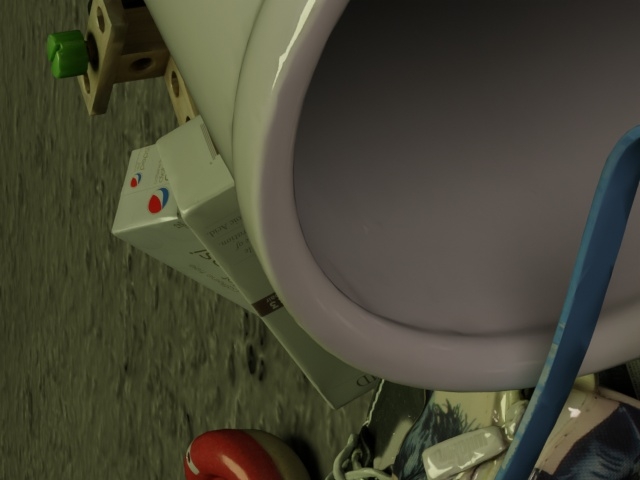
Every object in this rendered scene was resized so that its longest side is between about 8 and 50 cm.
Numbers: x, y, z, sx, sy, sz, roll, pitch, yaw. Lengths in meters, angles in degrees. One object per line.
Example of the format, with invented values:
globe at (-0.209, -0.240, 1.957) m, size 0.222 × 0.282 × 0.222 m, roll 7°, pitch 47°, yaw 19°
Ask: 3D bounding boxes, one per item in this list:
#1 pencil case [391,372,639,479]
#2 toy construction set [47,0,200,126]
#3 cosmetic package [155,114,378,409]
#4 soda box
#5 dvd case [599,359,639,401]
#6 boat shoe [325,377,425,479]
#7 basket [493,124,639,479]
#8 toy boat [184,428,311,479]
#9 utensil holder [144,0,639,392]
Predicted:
pencil case at (0.047, 0.246, 0.913) m, size 0.160 × 0.183 × 0.410 m, roll 16°, pitch 70°, yaw 34°
toy construction set at (-0.067, -0.109, 1.339) m, size 0.309 × 0.237 × 0.258 m, roll 174°, pitch 94°, yaw -68°
cosmetic package at (0.000, 0.000, 1.186) m, size 0.231 × 0.117 × 0.085 m, roll 53°, pitch -170°, yaw -42°
soda box at (-0.042, 0.004, 1.297) m, size 0.074 × 0.216 × 0.069 m, roll -12°, pitch 57°, yaw 42°
dvd case at (0.127, 0.015, 1.066) m, size 0.238 × 0.029 × 0.179 m, roll -7°, pitch 103°, yaw 68°
boat shoe at (0.057, 0.169, 1.169) m, size 0.113 × 0.105 × 0.306 m, roll 41°, pitch 137°, yaw 52°
basket at (0.193, 0.119, 0.702) m, size 0.289 × 0.201 × 0.255 m, roll 42°, pitch 134°, yaw 36°
toy boat at (-0.083, 0.275, 1.533) m, size 0.151 × 0.151 × 0.231 m, roll 131°, pitch 133°, yaw -60°
utensil holder at (0.060, -0.175, 0.851) m, size 0.385 × 0.327 × 0.328 m, roll -119°, pitch 34°, yaw -44°
